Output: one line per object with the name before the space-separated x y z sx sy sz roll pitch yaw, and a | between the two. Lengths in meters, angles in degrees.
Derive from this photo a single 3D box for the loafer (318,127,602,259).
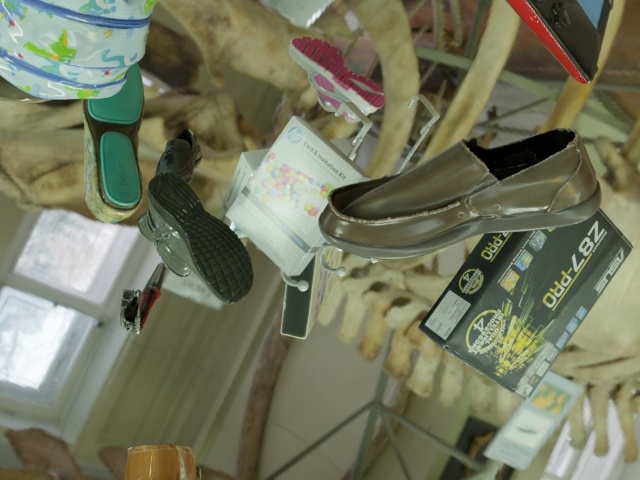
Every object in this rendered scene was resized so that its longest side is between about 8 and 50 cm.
loafer | 0.172 -0.077 1.000 0.365 0.130 0.134 -11 -147 2

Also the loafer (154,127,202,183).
loafer | -0.280 -0.157 1.503 0.076 0.078 0.223 -7 -156 7

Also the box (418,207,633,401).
box | 0.410 0.089 1.521 0.318 0.395 0.097 35 180 -41

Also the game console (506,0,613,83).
game console | 0.432 -0.522 1.374 0.342 0.387 0.060 35 155 -31

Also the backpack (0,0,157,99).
backpack | -0.361 -0.338 0.985 0.355 0.274 0.290 22 -162 28

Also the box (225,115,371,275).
box | -0.035 -0.064 1.137 0.145 0.186 0.038 43 -163 19

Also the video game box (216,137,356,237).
video game box | -0.062 -0.087 1.316 0.205 0.187 0.048 -12 -123 -33

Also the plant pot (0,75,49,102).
plant pot | -0.592 -0.441 1.393 0.322 0.281 0.323 7 165 2

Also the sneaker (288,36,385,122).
sneaker | 0.019 -0.356 1.761 0.252 0.103 0.111 42 134 0

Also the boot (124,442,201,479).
boot | -0.127 0.287 0.661 0.108 0.220 0.283 6 168 -14

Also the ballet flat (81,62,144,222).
ballet flat | -0.396 -0.195 1.454 0.123 0.349 0.123 -6 160 -2

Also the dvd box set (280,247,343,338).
dvd box set | 0.000 0.000 1.748 0.062 0.308 0.420 10 -162 8

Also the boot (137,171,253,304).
boot | -0.202 0.018 1.243 0.247 0.083 0.161 53 150 13

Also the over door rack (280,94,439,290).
over door rack | 0.080 -0.072 1.287 0.108 0.324 0.239 35 -151 25

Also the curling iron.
curling iron | -0.279 0.083 1.266 0.035 0.068 0.274 2 -167 0
